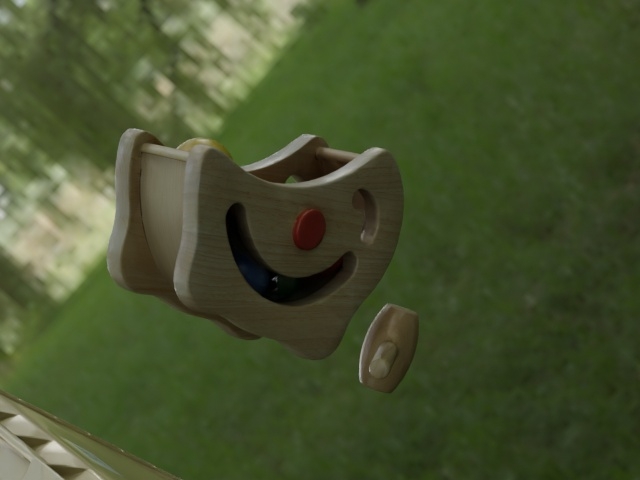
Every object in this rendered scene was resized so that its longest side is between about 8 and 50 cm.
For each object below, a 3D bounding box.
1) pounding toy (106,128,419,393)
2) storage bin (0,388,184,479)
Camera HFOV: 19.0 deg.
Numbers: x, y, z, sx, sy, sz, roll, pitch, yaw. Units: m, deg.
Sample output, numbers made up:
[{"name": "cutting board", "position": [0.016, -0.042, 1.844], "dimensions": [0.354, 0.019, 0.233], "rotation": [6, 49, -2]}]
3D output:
[{"name": "pounding toy", "position": [0.000, 0.000, 1.274], "dimensions": [0.155, 0.269, 0.154], "rotation": [14, 81, 40]}, {"name": "storage bin", "position": [-0.155, 0.234, 1.427], "dimensions": [0.262, 0.260, 0.123], "rotation": [26, 85, 54]}]
